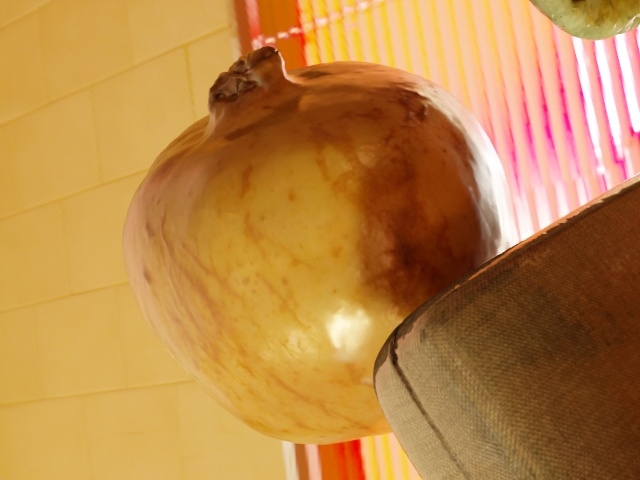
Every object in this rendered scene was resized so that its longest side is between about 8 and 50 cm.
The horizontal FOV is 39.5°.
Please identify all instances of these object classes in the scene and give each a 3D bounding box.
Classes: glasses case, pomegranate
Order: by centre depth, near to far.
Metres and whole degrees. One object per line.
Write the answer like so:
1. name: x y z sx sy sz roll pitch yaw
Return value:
1. glasses case: 0.169 0.036 0.431 0.323 0.074 0.131 -24 -110 -39
2. pomegranate: 0.000 0.000 0.526 0.248 0.248 0.248 20 -116 -49

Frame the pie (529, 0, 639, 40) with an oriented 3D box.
1. pie: 0.111 -0.165 0.307 0.187 0.041 0.187 -21 -55 -34
